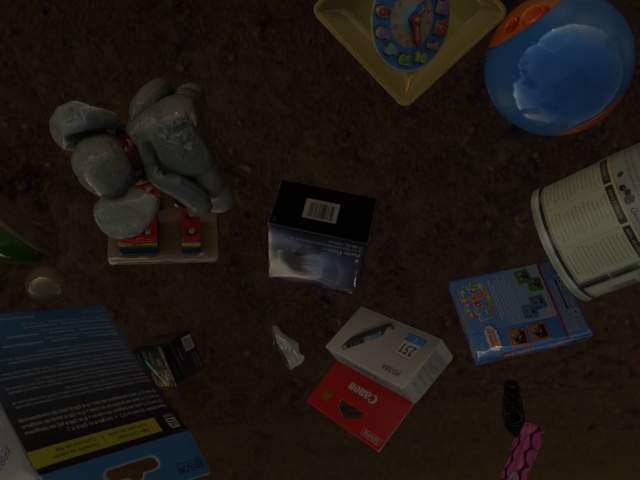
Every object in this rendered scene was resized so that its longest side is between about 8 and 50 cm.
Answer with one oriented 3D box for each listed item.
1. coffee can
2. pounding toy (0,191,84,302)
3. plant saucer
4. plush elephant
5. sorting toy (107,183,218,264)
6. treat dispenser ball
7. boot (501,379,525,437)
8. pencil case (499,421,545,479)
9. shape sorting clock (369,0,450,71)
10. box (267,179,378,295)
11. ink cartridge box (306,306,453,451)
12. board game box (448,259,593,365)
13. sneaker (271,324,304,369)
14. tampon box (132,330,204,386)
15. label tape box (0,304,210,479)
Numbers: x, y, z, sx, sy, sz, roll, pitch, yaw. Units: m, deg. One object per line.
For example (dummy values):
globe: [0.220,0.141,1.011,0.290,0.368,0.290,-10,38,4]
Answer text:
coffee can: [0.494,-0.047,0.971,0.275,0.201,0.202,-28,133,34]
pounding toy: [-0.470,0.011,0.912,0.110,0.183,0.237,-44,100,-8]
plant saucer: [0.206,-0.542,1.495,0.333,0.081,0.333,45,128,-7]
plush elephant: [-0.325,-0.151,1.167,0.256,0.330,0.271,-16,94,1]
sorting toy: [-0.384,-0.076,1.568,0.257,0.255,0.089,-2,150,-12]
treat dispenser ball: [0.481,-0.357,1.304,0.289,0.288,0.288,-4,136,-4]
boot: [0.370,0.338,1.229,0.045,0.099,0.121,-4,111,15]
pencil case: [0.551,0.601,1.770,0.095,0.209,0.098,3,146,42]
shape sorting clock: [0.182,-0.441,1.276,0.206,0.040,0.206,-17,119,-34]
box: [0.000,0.000,1.954,0.297,0.182,0.294,12,146,4]
ink cartridge box: [0.110,0.295,1.439,0.261,0.296,0.066,-47,120,-17]
board game box: [0.362,0.128,1.174,0.212,0.160,0.039,-11,150,-4]
sneaker: [-0.102,0.318,1.945,0.061,0.152,0.053,-21,152,-22]
tampon box: [-0.424,0.331,1.787,0.161,0.101,0.120,-14,100,45]
label tape box: [-0.357,0.254,0.922,0.249,0.347,0.115,1,131,-56]
